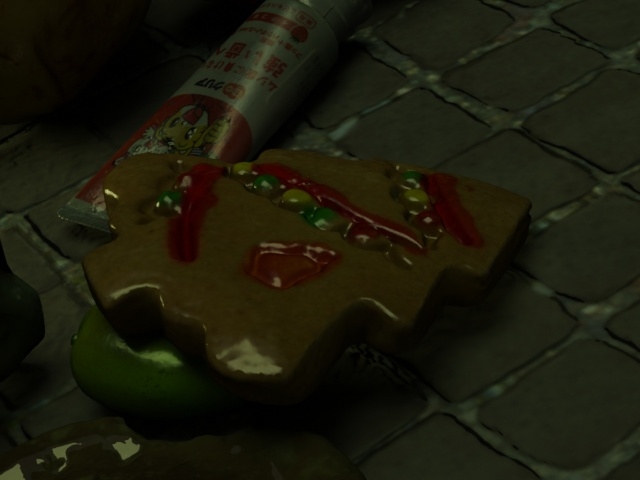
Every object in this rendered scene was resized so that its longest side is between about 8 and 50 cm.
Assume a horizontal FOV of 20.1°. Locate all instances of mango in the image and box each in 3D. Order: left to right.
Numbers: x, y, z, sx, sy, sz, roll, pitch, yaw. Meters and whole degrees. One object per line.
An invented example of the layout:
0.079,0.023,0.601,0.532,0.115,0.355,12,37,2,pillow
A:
-0.071,0.056,0.881,0.108,0.056,0.073,0,33,17,mango

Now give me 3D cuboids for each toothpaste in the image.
-0.053,-0.078,1.073,0.089,0.057,0.234,17,54,34,toothpaste

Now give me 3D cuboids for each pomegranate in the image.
-0.205,-0.188,1.126,0.215,0.215,0.215,-11,35,8,pomegranate

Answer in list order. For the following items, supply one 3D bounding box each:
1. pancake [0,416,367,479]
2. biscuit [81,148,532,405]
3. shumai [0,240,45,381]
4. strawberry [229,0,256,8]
-0.088,0.146,0.776,0.236,0.042,0.222,15,43,36,pancake
0.000,0.000,0.892,0.238,0.041,0.212,-11,32,-21,biscuit
-0.231,0.051,0.826,0.203,0.222,0.272,-16,26,-7,shumai
-0.026,-0.241,1.182,0.201,0.187,0.184,-42,5,-9,strawberry
